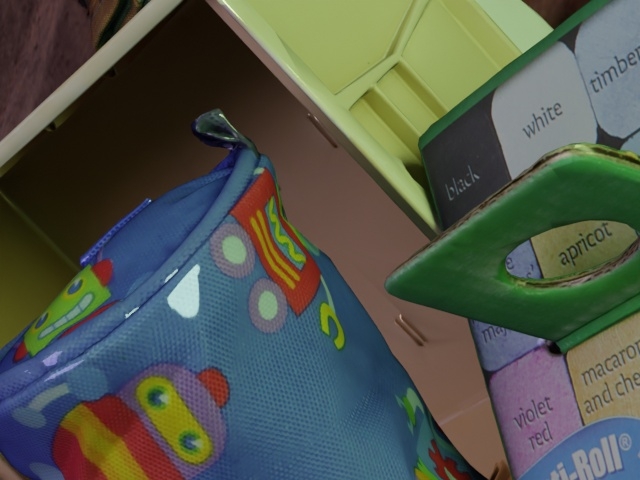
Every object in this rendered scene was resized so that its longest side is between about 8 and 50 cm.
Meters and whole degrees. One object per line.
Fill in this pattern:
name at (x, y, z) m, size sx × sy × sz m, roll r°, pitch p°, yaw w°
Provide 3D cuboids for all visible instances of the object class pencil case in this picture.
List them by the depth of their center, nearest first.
pencil case at (0.020, 0.108, 0.594) m, size 0.119 × 0.306 × 0.133 m, roll -38°, pitch 15°, yaw 13°

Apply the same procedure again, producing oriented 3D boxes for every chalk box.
chalk box at (0.159, 0.012, 0.548) m, size 0.180 × 0.289 × 0.179 m, roll -37°, pitch 62°, yaw 49°

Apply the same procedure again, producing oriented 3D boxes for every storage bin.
storage bin at (-0.015, 0.034, 0.715) m, size 0.260 × 0.123 × 0.262 m, roll 47°, pitch 129°, yaw -10°

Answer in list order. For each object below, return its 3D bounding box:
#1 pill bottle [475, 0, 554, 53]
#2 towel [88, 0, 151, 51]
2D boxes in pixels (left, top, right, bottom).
pill bottle at (0.000, 0.000, 0.880) m, size 0.283 × 0.160 × 0.160 m, roll -39°, pitch 60°, yaw 47°
towel at (-0.061, -0.317, 1.014) m, size 0.370 × 0.040 × 0.271 m, roll -55°, pitch 34°, yaw 42°
